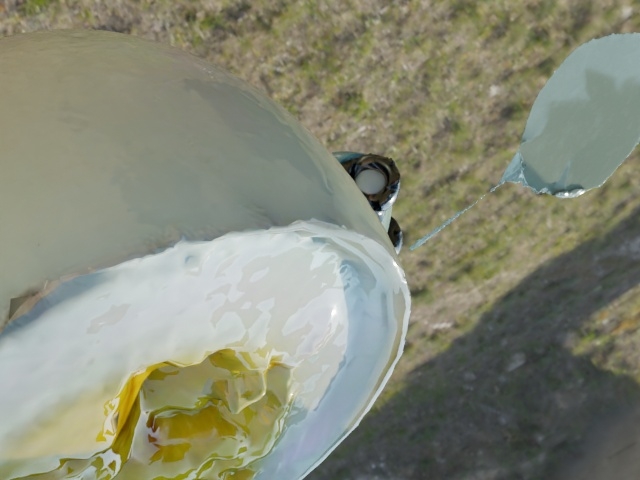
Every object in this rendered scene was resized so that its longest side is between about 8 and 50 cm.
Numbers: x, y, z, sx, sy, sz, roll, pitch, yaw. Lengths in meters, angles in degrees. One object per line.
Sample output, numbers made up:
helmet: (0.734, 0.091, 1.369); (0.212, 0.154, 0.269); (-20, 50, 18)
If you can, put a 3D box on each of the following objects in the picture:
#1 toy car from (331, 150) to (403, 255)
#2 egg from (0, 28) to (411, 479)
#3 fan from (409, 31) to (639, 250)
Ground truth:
toy car: (0.000, 0.000, 1.118); (0.190, 0.255, 0.188); (12, 151, 12)
egg: (-0.163, 0.011, 0.606); (0.354, 0.340, 0.355); (-24, 143, -19)
fan: (0.205, -0.080, 0.832); (0.310, 0.010, 0.182); (-34, 133, -11)
